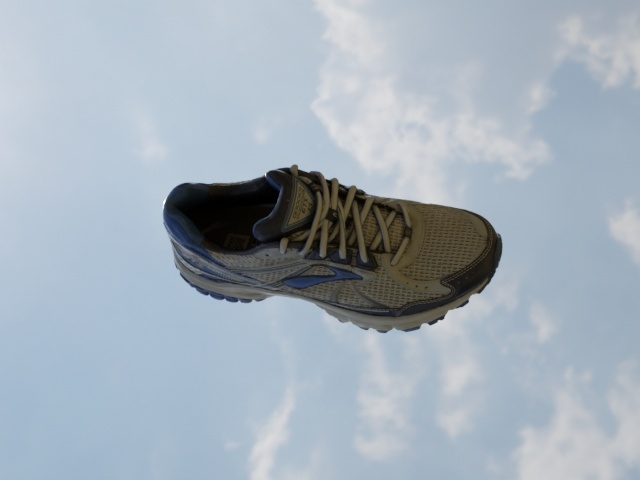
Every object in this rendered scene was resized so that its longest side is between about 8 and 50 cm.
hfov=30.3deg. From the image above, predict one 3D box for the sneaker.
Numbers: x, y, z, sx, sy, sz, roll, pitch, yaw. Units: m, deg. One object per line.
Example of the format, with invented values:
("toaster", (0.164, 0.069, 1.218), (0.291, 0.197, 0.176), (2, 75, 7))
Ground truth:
("sneaker", (0.000, 0.000, 0.450), (0.058, 0.135, 0.052), (62, -148, -58))
